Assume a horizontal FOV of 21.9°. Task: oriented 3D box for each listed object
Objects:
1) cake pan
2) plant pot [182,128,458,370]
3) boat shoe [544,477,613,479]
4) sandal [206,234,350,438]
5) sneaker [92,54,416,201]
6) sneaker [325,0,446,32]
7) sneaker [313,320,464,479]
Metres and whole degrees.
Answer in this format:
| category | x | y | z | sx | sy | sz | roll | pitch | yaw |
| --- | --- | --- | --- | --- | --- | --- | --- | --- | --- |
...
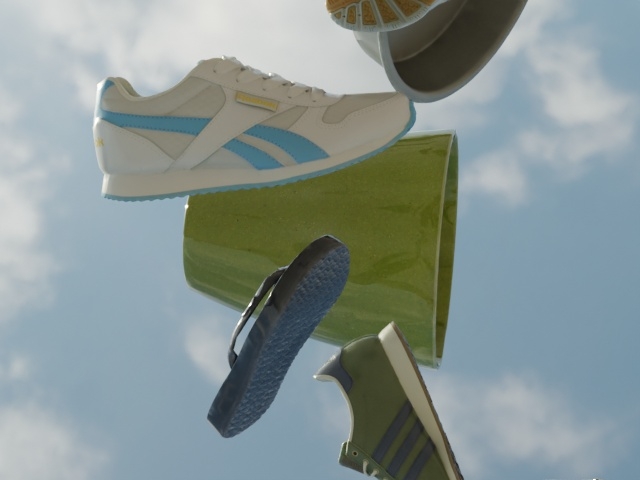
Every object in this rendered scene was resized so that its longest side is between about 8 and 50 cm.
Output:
| category | x | y | z | sx | sy | sz | roll | pitch | yaw |
| --- | --- | --- | --- | --- | --- | --- | --- | --- | --- |
| cake pan | 0.116 | -0.263 | 1.427 | 0.054 | 0.293 | 0.293 | 26 | -138 | 27 |
| plant pot | 0.000 | 0.000 | 1.894 | 0.293 | 0.275 | 0.275 | 4 | -136 | 8 |
| boat shoe | 0.302 | 0.266 | 1.556 | 0.095 | 0.095 | 0.257 | -1 | -173 | -38 |
| sandal | -0.054 | 0.088 | 1.548 | 0.054 | 0.254 | 0.097 | 45 | -142 | 19 |
| sneaker | -0.047 | -0.086 | 1.163 | 0.228 | 0.092 | 0.087 | -8 | -172 | 1 |
| sneaker | 0.044 | -0.109 | 0.707 | 0.083 | 0.037 | 0.032 | -18 | -89 | 9 |
| sneaker | 0.058 | 0.166 | 1.297 | 0.086 | 0.064 | 0.192 | -23 | -101 | 3 |
